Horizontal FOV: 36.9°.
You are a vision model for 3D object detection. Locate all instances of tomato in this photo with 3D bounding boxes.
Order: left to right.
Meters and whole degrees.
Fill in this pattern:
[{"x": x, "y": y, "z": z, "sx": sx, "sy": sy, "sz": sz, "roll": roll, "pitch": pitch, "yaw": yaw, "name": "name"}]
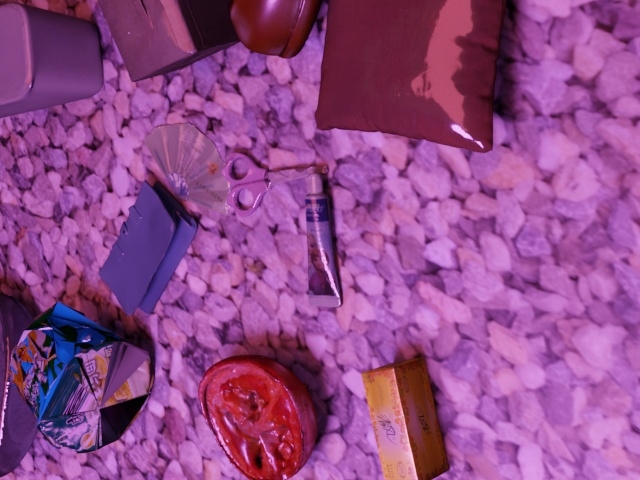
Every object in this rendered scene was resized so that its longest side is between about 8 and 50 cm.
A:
[{"x": -0.088, "y": 0.282, "z": 1.571, "sx": 0.228, "sy": 0.101, "sz": 0.228, "roll": 11, "pitch": 109, "yaw": 36, "name": "tomato"}]

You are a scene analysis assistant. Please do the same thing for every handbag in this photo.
[{"x": -0.319, "y": 0.016, "z": 1.741, "sx": 0.144, "sy": 0.057, "sz": 0.221, "roll": 45, "pitch": 119, "yaw": 32, "name": "handbag"}]

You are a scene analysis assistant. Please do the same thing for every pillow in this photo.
[{"x": 0.130, "y": -0.294, "z": 1.358, "sx": 0.305, "sy": 0.108, "sz": 0.308, "roll": 13, "pitch": 101, "yaw": 37, "name": "pillow"}]

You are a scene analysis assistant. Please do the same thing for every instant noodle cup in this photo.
[{"x": -0.449, "y": 0.246, "z": 1.755, "sx": 0.178, "sy": 0.240, "sz": 0.240, "roll": 30, "pitch": 110, "yaw": 38, "name": "instant noodle cup"}]

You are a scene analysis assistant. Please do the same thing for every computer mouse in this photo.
[{"x": -0.643, "y": 0.289, "z": 1.953, "sx": 0.203, "sy": 0.114, "sz": 0.374, "roll": -1, "pitch": 86, "yaw": 38, "name": "computer mouse"}]

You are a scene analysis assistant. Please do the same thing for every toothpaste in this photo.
[{"x": 0.000, "y": 0.000, "z": 1.522, "sx": 0.062, "sy": 0.037, "sz": 0.216, "roll": 1, "pitch": 99, "yaw": 34, "name": "toothpaste"}]

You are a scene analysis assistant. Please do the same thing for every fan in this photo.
[{"x": -0.233, "y": -0.133, "z": 1.692, "sx": 0.240, "sy": 0.009, "sz": 0.131, "roll": 40, "pitch": 113, "yaw": 26, "name": "fan"}]

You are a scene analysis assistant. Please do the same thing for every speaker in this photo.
[{"x": -0.614, "y": -0.330, "z": 1.836, "sx": 0.406, "sy": 0.184, "sz": 0.183, "roll": -4, "pitch": 91, "yaw": 35, "name": "speaker"}]

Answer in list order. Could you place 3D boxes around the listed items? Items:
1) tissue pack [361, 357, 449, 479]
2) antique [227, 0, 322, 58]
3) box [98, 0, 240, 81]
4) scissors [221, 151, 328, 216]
[{"x": 0.127, "y": 0.269, "z": 1.416, "sx": 0.062, "sy": 0.095, "sz": 0.176, "roll": -16, "pitch": 84, "yaw": 34, "name": "tissue pack"}, {"x": -0.058, "y": -0.403, "z": 1.432, "sx": 0.278, "sy": 0.129, "sz": 0.224, "roll": 114, "pitch": 163, "yaw": -44, "name": "antique"}, {"x": -0.259, "y": -0.398, "z": 1.562, "sx": 0.148, "sy": 0.155, "sz": 0.231, "roll": -17, "pitch": 101, "yaw": 33, "name": "box"}, {"x": -0.077, "y": -0.102, "z": 1.576, "sx": 0.212, "sy": 0.021, "sz": 0.110, "roll": -7, "pitch": 92, "yaw": 36, "name": "scissors"}]
